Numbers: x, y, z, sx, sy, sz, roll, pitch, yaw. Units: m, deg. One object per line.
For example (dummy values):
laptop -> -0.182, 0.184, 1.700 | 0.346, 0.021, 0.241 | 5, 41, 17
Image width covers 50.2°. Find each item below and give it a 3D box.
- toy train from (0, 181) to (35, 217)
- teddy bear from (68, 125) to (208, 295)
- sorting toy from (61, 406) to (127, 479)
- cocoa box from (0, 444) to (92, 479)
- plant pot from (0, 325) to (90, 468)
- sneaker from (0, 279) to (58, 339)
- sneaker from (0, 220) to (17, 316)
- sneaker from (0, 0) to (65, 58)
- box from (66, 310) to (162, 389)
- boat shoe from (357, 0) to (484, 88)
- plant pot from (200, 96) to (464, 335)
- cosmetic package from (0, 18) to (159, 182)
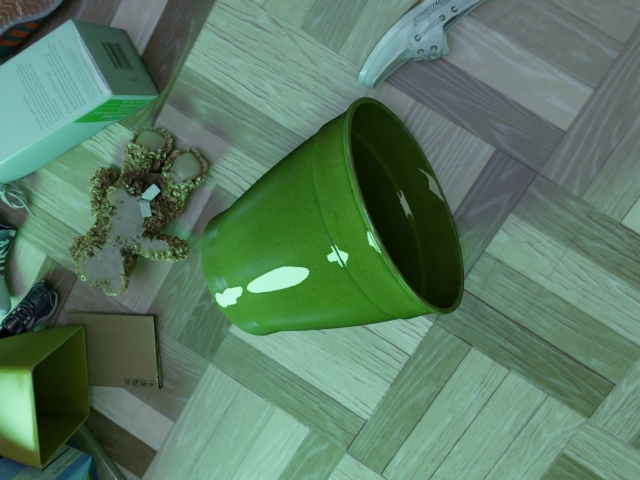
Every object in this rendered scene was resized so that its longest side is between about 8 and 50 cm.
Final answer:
toy train -> -0.712, -0.106, 1.409 | 0.143, 0.105, 0.248 | -35, 99, 32
teddy bear -> -0.353, -0.057, 1.339 | 0.245, 0.113, 0.337 | 15, 96, 2
sorting toy -> -0.593, 0.533, 1.503 | 0.257, 0.089, 0.255 | -36, 92, 16
cocoa box -> -0.640, 0.579, 1.354 | 0.228, 0.231, 0.346 | 20, 105, 7
plant pot -> -0.599, 0.296, 1.360 | 0.187, 0.212, 0.212 | 4, 105, 6
sneaker -> -0.626, 0.165, 1.444 | 0.072, 0.077, 0.178 | 38, 105, 2
sneaker -> -0.681, 0.038, 1.413 | 0.153, 0.094, 0.234 | -23, 90, 28
sneaker -> -0.602, -0.433, 1.312 | 0.302, 0.121, 0.108 | -39, 107, -5
box -> -0.436, 0.232, 1.445 | 0.201, 0.021, 0.164 | 1, 101, 13
boat shoe -> 0.181, -0.349, 1.156 | 0.096, 0.098, 0.277 | 46, 105, 1
plant pot -> 0.000, 0.000, 1.160 | 0.353, 0.366, 0.366 | -22, 95, 27
cosmetic package -> -0.519, -0.250, 1.279 | 0.366, 0.197, 0.155 | -27, 95, 17
